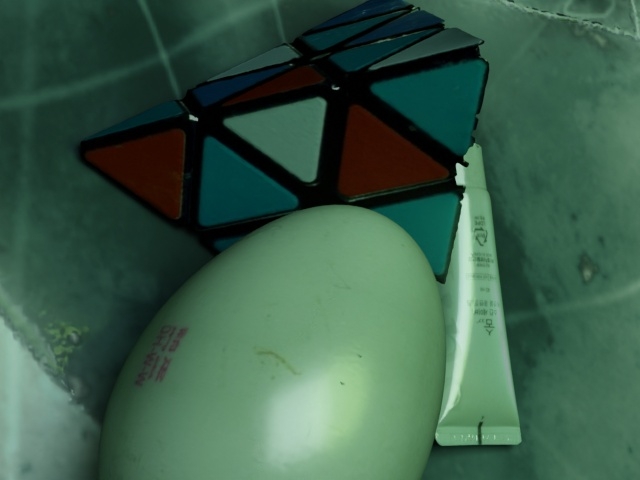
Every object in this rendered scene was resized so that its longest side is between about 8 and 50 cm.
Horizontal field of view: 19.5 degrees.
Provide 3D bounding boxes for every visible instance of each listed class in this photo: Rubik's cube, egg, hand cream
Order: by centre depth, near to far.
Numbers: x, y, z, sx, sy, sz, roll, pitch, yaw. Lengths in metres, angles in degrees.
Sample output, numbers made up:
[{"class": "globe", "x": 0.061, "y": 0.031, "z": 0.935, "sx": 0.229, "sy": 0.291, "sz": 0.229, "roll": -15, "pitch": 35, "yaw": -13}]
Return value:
[{"class": "egg", "x": -0.022, "y": 0.095, "z": 1.079, "sx": 0.183, "sy": 0.183, "sz": 0.264, "roll": 37, "pitch": 64, "yaw": -14}, {"class": "Rubik's cube", "x": 0.000, "y": 0.000, "z": 1.196, "sx": 0.250, "sy": 0.284, "sz": 0.234, "roll": -21, "pitch": 107, "yaw": -9}, {"class": "hand cream", "x": 0.097, "y": 0.036, "z": 1.254, "sx": 0.078, "sy": 0.050, "sz": 0.205, "roll": 5, "pitch": 74, "yaw": -40}]
